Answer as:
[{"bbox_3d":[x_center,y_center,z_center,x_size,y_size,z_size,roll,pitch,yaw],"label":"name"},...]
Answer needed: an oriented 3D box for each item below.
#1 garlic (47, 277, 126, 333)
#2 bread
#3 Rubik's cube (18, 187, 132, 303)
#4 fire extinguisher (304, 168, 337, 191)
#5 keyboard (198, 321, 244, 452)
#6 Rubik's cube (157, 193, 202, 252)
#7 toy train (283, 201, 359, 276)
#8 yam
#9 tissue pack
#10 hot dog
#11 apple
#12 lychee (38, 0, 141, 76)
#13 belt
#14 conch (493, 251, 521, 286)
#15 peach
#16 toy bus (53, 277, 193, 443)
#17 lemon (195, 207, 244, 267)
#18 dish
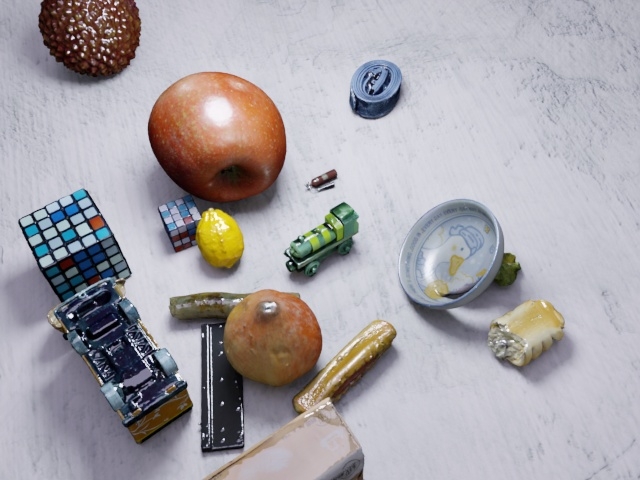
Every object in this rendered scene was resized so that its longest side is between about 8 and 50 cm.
[{"bbox_3d":[-0.542,0.159,1.747,0.195,0.101,0.087,-26,80,-26],"label":"garlic"},{"bbox_3d":[0.461,0.206,1.668,0.177,0.084,0.119,-26,58,-16],"label":"bread"},{"bbox_3d":[-0.592,0.019,1.804,0.184,0.182,0.187,-29,58,-17],"label":"Rubik's cube"},{"bbox_3d":[0.005,-0.153,2.000,0.100,0.032,0.046,-28,91,-17],"label":"fire extinguisher"},{"bbox_3d":[-0.223,0.318,1.663,0.100,0.018,0.310,-5,53,-3],"label":"keyboard"},{"bbox_3d":[-0.348,-0.043,1.892,0.092,0.092,0.092,-23,55,-13],"label":"Rubik's cube"},{"bbox_3d":[0.000,0.001,1.817,0.200,0.132,0.083,-33,57,-22],"label":"toy train"},{"bbox_3d":[-0.196,0.153,1.755,0.317,0.071,0.067,-2,90,1],"label":"yam"},{"bbox_3d":[-0.051,0.490,1.406,0.305,0.239,0.238,-30,57,-19],"label":"tissue pack"},{"bbox_3d":[0.057,0.285,1.645,0.289,0.068,0.083,-41,38,-19],"label":"hot dog"},{"bbox_3d":[-0.257,-0.255,1.893,0.348,0.349,0.277,-13,61,-6],"label":"apple"},{"bbox_3d":[-0.682,-0.653,2.241,0.306,0.306,0.331,-23,84,-14],"label":"lychee"},{"bbox_3d":[0.157,-0.436,2.164,0.141,0.082,0.190,20,56,13],"label":"belt"},{"bbox_3d":[0.438,0.061,1.781,0.121,0.074,0.089,-25,92,-41],"label":"conch"},{"bbox_3d":[-0.105,0.205,1.613,0.232,0.233,0.233,-1,53,2],"label":"peach"},{"bbox_3d":[-0.421,0.259,1.610,0.161,0.194,0.323,-33,62,-19],"label":"toy bus"},{"bbox_3d":[-0.248,-0.005,1.832,0.114,0.114,0.155,-24,99,-14],"label":"lemon"},{"bbox_3d":[0.330,0.052,1.760,0.273,0.133,0.274,-26,48,33],"label":"dish"}]
